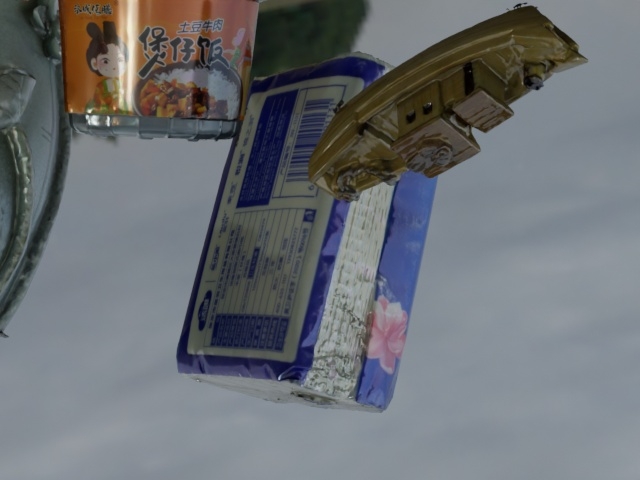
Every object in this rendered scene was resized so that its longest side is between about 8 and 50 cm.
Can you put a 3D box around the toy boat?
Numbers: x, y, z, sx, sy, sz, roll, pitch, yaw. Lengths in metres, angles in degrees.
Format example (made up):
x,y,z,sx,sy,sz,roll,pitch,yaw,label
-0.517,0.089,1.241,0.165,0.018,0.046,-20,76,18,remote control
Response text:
x,y,z,sx,sy,sz,roll,pitch,yaw,label
0.077,-0.082,1.115,0.206,0.072,0.064,-29,133,34,toy boat

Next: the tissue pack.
x,y,z,sx,sy,sz,roll,pitch,yaw,label
0.000,0.000,1.422,0.137,0.270,0.209,19,167,-26,tissue pack

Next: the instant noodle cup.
x,y,z,sx,sy,sz,roll,pitch,yaw,label
-0.117,-0.134,1.247,0.177,0.125,0.208,1,-176,-29,instant noodle cup

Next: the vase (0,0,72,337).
x,y,z,sx,sy,sz,roll,pitch,yaw,label
-0.331,-0.146,1.609,0.250,0.445,0.250,13,165,4,vase
